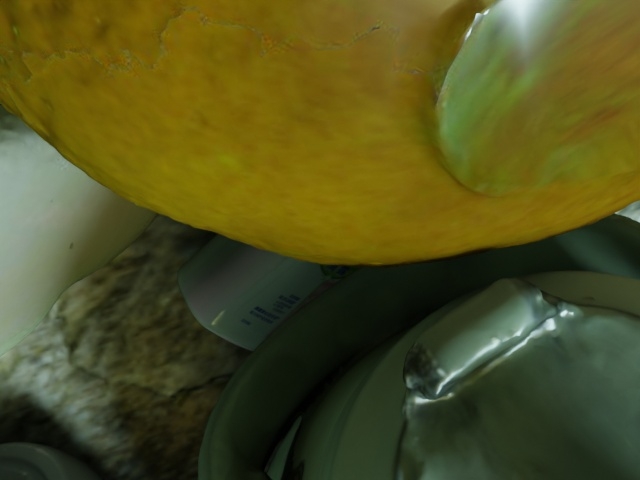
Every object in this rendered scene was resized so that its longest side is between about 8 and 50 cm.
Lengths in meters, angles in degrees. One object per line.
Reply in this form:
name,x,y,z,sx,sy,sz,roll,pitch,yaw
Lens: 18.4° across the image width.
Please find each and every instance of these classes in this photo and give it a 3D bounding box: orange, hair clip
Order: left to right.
hair clip,-0.151,-0.016,0.665,0.219,0.071,0.159,-10,143,-25
orange,0.040,-0.102,0.606,0.335,0.196,0.262,0,149,-40

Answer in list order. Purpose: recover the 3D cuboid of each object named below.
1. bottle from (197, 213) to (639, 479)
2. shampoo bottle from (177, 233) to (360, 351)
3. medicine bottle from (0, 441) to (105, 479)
bottle,0.068,0.108,0.732,0.229,0.229,0.351,-21,167,-6
shampoo bottle,0.000,0.000,0.784,0.099,0.043,0.072,-43,143,20
medicine bottle,-0.099,0.199,0.843,0.135,0.135,0.215,-30,123,5
